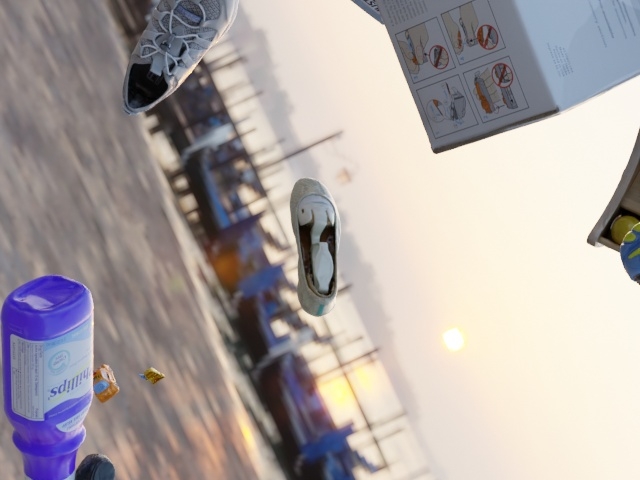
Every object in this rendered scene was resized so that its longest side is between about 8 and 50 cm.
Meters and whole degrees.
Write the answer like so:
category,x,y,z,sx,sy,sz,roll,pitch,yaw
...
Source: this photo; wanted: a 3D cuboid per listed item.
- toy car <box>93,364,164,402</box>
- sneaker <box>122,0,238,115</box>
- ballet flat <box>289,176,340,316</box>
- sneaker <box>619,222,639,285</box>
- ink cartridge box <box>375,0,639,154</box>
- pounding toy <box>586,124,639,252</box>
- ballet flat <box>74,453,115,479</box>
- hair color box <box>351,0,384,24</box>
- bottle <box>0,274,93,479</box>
category,x,y,z,sx,sy,sz,roll,pitch,yaw
toy car,-0.290,0.191,2.050,0.040,0.122,0.060,45,29,-49
sneaker,-0.199,-0.275,1.967,0.105,0.281,0.115,29,45,-5
ballet flat,0.000,0.000,1.536,0.052,0.057,0.168,118,-31,-63
sneaker,0.380,-0.010,1.355,0.078,0.188,0.067,56,9,-41
ink cartridge box,0.156,-0.258,1.092,0.130,0.272,0.309,-17,-84,46
pounding toy,0.488,-0.076,1.890,0.155,0.269,0.154,28,-8,25
ballet flat,-0.322,0.362,1.853,0.057,0.173,0.049,37,-18,-31
hair color box,0.186,-0.476,1.951,0.113,0.374,0.185,34,48,-28
bottle,-0.342,0.187,1.773,0.118,0.092,0.283,-33,136,-51
